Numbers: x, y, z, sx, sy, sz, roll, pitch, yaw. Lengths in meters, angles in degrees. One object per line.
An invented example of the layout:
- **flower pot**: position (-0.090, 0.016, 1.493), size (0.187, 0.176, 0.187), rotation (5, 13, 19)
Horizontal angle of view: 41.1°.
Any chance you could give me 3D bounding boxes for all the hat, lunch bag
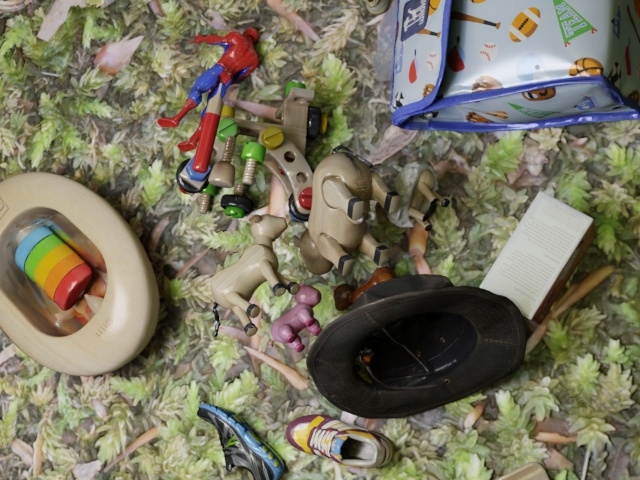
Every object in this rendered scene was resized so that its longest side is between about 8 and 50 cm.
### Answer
- **hat**: position (0.139, 0.134, 1.294), size (0.331, 0.331, 0.134), rotation (-21, 43, 16)
- **lunch bag**: position (0.282, -0.344, 1.324), size (0.385, 0.238, 0.328), rotation (0, 81, 37)

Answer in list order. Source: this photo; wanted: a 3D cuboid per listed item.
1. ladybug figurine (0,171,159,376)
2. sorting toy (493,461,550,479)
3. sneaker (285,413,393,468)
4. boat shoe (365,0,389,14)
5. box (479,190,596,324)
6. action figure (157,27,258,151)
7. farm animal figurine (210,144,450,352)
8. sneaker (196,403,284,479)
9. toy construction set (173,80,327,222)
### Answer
- **ladybug figurine**: position (-0.456, 0.056, 1.557), size (0.449, 0.162, 0.305), rotation (44, 97, 21)
- **sorting toy**: position (0.278, 0.439, 1.245), size (0.347, 0.047, 0.196), rotation (-31, 45, 12)
- **sneaker**: position (0.022, 0.322, 1.376), size (0.185, 0.084, 0.070), rotation (5, 83, 21)
- **boat shoe**: position (0.095, -0.478, 1.507), size (0.056, 0.048, 0.153), rotation (-1, 81, 20)
- **box**: position (0.331, 0.030, 1.288), size (0.091, 0.130, 0.171), rotation (32, 93, 21)
- **action figure**: position (-0.211, -0.287, 1.547), size (0.139, 0.091, 0.280), rotation (5, 52, 43)
- **farm animal figurine**: position (0.000, 0.000, 1.329), size (0.172, 0.330, 0.327), rotation (44, 119, 42)
- **sneaker**: position (-0.147, 0.346, 1.443), size (0.188, 0.067, 0.078), rotation (41, 90, 18)
- **toy construction set**: position (-0.112, -0.178, 1.411), size (0.257, 0.309, 0.237), rotation (9, 79, 13)
